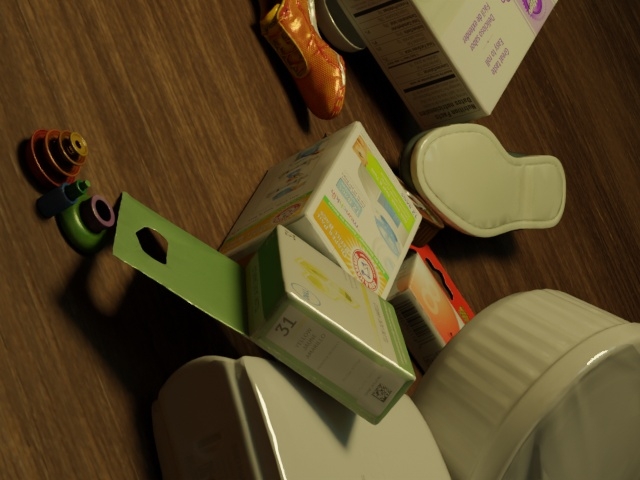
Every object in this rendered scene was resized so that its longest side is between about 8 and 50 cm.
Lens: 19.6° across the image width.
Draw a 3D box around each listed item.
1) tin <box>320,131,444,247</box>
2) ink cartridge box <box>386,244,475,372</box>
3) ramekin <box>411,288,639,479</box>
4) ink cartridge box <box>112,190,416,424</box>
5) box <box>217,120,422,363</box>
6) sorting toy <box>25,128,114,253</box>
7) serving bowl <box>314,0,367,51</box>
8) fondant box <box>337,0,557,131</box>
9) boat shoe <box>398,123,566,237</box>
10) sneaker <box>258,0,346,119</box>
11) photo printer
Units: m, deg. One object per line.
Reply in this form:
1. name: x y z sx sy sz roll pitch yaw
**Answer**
1. tin: 0.053 -0.047 1.785 0.106 0.040 0.189 52 13 28
2. ink cartridge box: 0.125 0.067 1.857 0.145 0.045 0.179 55 28 -18
3. ramekin: 0.183 0.166 1.635 0.127 0.273 0.273 35 9 33
4. ink cartridge box: -0.043 0.032 1.408 0.235 0.056 0.171 36 12 -13
5. box: 0.000 0.000 1.606 0.114 0.103 0.203 56 26 -14
6. sorting toy: -0.179 -0.040 1.372 0.102 0.042 0.061 59 25 -10
7. serving bowl: 0.016 -0.233 1.954 0.083 0.027 0.083 45 30 -35
8. fondant box: 0.105 -0.317 1.986 0.330 0.096 0.238 55 44 -23
9. boat shoe: 0.157 -0.061 2.005 0.319 0.099 0.116 6 88 -57
10. sneaker: -0.028 -0.193 1.814 0.067 0.064 0.175 -6 64 -43
11. photo printer: 0.017 0.227 1.413 0.307 0.107 0.256 21 48 -56
